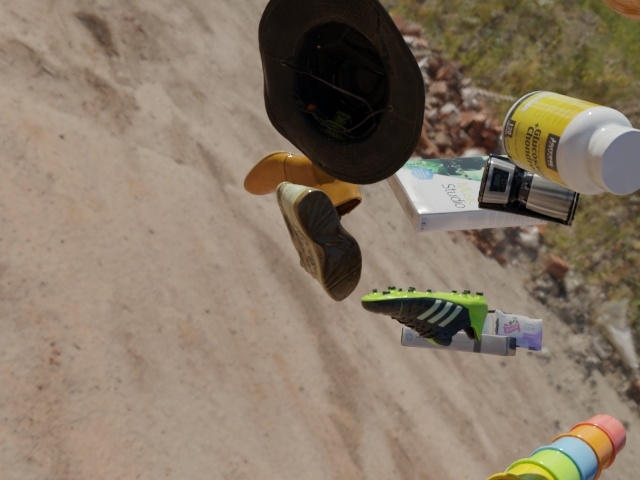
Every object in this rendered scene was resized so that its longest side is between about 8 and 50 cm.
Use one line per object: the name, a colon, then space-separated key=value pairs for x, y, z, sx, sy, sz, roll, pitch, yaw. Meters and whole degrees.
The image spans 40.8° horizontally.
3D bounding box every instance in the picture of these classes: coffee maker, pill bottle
coffee maker: x=0.387 y=-0.086 z=1.607 sx=0.178 sy=0.120 sz=0.171 roll=13 pitch=-23 yaw=12
pill bottle: x=0.304 y=-0.113 z=1.019 sx=0.103 sy=0.103 sz=0.184 roll=32 pitch=4 yaw=-28

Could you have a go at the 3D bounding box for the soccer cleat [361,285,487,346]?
soccer cleat: x=0.133 y=0.096 z=1.082 sx=0.179 sy=0.072 sz=0.060 roll=5 pitch=0 yaw=-24

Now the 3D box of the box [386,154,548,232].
box: x=0.335 y=-0.112 z=1.978 sx=0.322 sy=0.058 sz=0.232 roll=-3 pitch=36 yaw=-15

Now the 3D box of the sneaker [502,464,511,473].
sneaker: x=0.364 y=0.571 z=1.569 sx=0.131 sy=0.148 sz=0.350 roll=28 pitch=28 yaw=-13

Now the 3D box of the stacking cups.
stacking cups: x=0.333 y=0.320 z=1.193 sx=0.316 sy=0.096 sz=0.096 roll=-10 pitch=58 yaw=-52

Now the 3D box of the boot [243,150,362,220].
boot: x=-0.047 y=-0.105 z=1.924 sx=0.104 sy=0.295 sz=0.211 roll=22 pitch=48 yaw=-48

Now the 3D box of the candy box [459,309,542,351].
candy box: x=0.330 y=0.189 z=1.776 sx=0.165 sy=0.196 sz=0.070 roll=14 pitch=75 yaw=-42

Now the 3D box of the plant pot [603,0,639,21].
plant pot: x=0.573 y=-0.514 z=1.545 sx=0.188 sy=0.205 sz=0.205 roll=0 pitch=50 yaw=-53

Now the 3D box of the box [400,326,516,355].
box: x=0.253 y=0.184 z=1.558 sx=0.145 sy=0.186 sz=0.038 roll=22 pitch=72 yaw=-70

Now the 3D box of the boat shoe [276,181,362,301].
boat shoe: x=0.000 y=0.000 z=1.637 sx=0.089 sy=0.105 sz=0.285 roll=29 pitch=-29 yaw=43

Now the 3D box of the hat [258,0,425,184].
hat: x=0.056 y=-0.260 z=1.333 sx=0.331 sy=0.331 sz=0.134 roll=47 pitch=50 yaw=4
